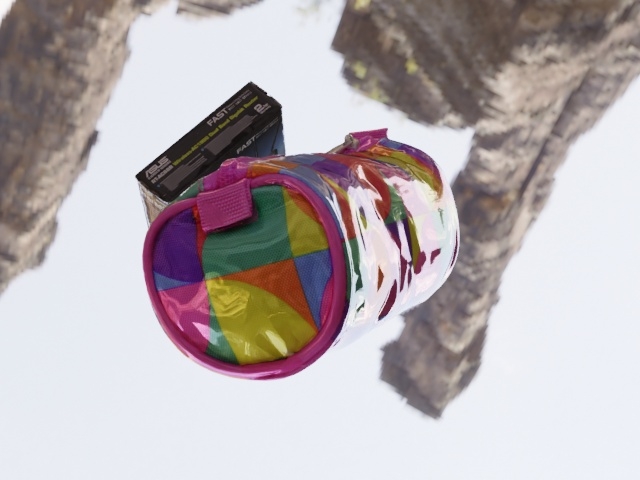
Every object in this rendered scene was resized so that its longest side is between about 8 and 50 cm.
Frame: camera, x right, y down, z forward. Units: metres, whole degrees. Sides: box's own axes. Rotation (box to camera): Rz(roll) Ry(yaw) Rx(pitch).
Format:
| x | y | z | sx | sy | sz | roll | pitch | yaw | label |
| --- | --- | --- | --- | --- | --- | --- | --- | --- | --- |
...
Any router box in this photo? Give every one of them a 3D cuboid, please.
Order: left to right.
| x | y | z | sx | sy | sz | roll | pitch | yaw | label |
| --- | --- | --- | --- | --- | --- | --- | --- | --- | --- |
| -0.080 | -0.050 | 1.090 | 0.038 | 0.092 | 0.122 | 38 | -113 | 23 | router box |

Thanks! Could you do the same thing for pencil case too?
| x | y | z | sx | sy | sz | roll | pitch | yaw | label |
| --- | --- | --- | --- | --- | --- | --- | --- | --- | --- |
| 0.000 | 0.000 | 0.704 | 0.104 | 0.104 | 0.236 | 32 | -165 | 10 | pencil case |
